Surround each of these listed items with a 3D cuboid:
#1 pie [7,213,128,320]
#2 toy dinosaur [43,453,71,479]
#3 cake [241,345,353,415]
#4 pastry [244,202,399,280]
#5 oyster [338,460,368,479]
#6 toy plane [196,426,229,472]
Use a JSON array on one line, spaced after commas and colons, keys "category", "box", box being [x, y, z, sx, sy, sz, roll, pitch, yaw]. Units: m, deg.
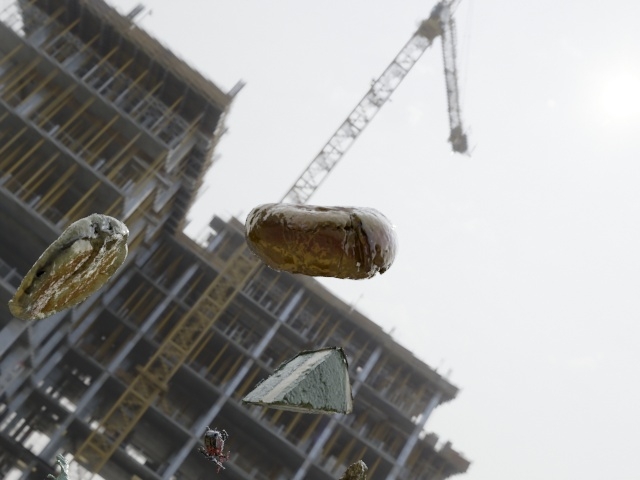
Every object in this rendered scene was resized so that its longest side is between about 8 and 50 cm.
[{"category": "pie", "box": [-0.596, 0.067, 1.883, 0.077, 0.339, 0.339, 43, -27, 10]}, {"category": "toy dinosaur", "box": [-0.524, 0.531, 1.647, 0.187, 0.044, 0.106, 52, -6, 15]}, {"category": "cake", "box": [-0.049, 0.407, 1.993, 0.158, 0.283, 0.172, -15, -81, 37]}, {"category": "pastry", "box": [0.000, 0.000, 1.720, 0.356, 0.356, 0.164, 9, -82, 40]}, {"category": "oyster", "box": [0.069, 0.631, 1.996, 0.056, 0.105, 0.177, 37, -61, 35]}, {"category": "toy plane", "box": [-0.205, 0.407, 1.544, 0.037, 0.060, 0.145, 8, -33, 12]}]
